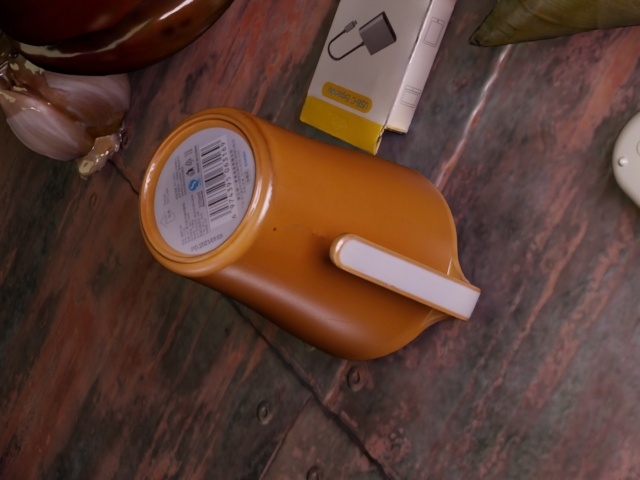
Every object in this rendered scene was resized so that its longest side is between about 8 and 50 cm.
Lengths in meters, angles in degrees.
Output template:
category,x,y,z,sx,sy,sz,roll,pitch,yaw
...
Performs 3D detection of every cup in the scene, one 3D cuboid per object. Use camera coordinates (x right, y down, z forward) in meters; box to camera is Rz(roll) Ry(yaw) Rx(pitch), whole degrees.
category,x,y,z,sx,sy,sz,roll,pitch,yaw
cup,0.000,0.000,0.902,0.226,0.264,0.182,22,90,37

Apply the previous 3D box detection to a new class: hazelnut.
category,x,y,z,sx,sy,sz,roll,pitch,yaw
hazelnut,-0.264,-0.390,1.176,0.429,0.402,0.402,49,117,45

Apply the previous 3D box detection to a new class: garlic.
category,x,y,z,sx,sy,sz,roll,pitch,yaw
garlic,-0.324,-0.207,1.390,0.160,0.191,0.214,-33,42,8

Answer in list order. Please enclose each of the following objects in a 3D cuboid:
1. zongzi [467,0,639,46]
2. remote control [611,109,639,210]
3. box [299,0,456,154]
category,x,y,z,sx,sy,sz,roll,pitch,yaw
zongzi,0.267,-0.166,0.698,0.360,0.160,0.322,-48,48,30
remote control,0.273,-0.015,0.746,0.078,0.042,0.221,-56,46,25
box,0.065,-0.210,1.036,0.129,0.033,0.247,32,105,47
